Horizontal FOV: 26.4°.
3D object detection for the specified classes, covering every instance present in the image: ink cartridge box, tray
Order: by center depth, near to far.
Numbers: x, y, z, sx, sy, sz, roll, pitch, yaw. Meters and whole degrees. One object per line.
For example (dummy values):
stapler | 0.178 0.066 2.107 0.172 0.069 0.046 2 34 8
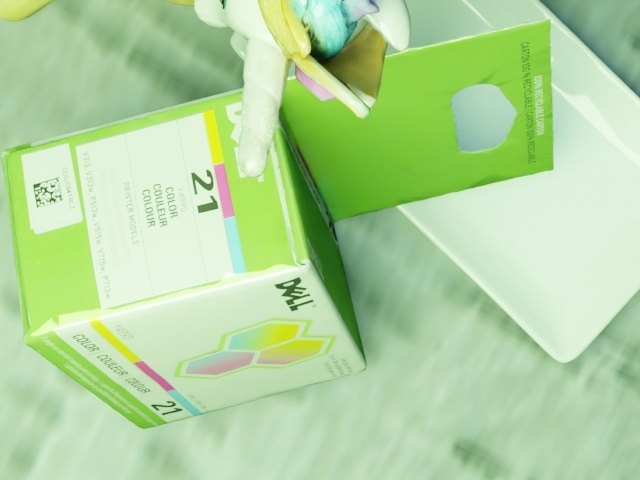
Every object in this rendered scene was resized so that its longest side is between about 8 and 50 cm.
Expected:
ink cartridge box | 0.000 0.000 0.673 0.255 0.189 0.097 -14 69 5
tray | 0.091 -0.070 0.792 0.270 0.030 0.145 44 84 -1

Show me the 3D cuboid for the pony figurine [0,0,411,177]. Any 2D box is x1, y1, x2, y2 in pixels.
pony figurine | -0.012 -0.214 0.632 0.303 0.363 0.351 40 83 -40
